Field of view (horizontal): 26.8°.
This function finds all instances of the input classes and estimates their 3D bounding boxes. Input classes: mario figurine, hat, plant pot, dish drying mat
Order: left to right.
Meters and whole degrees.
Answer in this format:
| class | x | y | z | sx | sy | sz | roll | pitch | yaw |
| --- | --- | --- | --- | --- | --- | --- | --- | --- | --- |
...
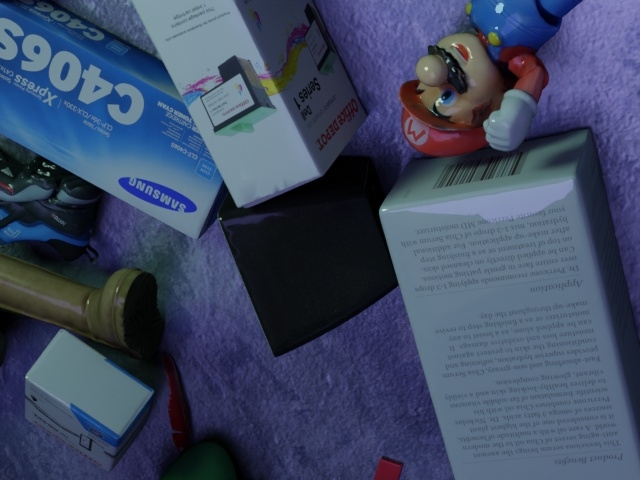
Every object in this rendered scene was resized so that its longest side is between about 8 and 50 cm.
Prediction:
| class | x | y | z | sx | sy | sz | roll | pitch | yaw |
| --- | --- | --- | --- | --- | --- | --- | --- | --- | --- |
| hat | -0.147 | 0.291 | 1.859 | 0.173 | 0.183 | 0.208 | 13 | 159 | 19 |
| plant pot | 0.000 | 0.000 | 1.596 | 0.167 | 0.188 | 0.187 | -17 | 108 | 10 |
| dish drying mat | 0.086 | 0.329 | 1.809 | 0.032 | 0.008 | 0.083 | 18 | 117 | 8 |
| mario figurine | 0.180 | -0.224 | 1.422 | 0.170 | 0.198 | 0.320 | 29 | 116 | -11 |

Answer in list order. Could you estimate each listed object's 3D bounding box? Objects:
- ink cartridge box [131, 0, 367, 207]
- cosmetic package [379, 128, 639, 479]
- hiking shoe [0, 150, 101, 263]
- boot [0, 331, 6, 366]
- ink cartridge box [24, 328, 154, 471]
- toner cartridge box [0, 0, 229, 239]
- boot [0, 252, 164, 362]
| class | x | y | z | sx | sy | sz | roll | pitch | yaw |
| --- | --- | --- | --- | --- | --- | --- | --- | --- | --- |
| ink cartridge box | -0.074 | -0.206 | 1.501 | 0.117 | 0.201 | 0.278 | -19 | 107 | 25 |
| cosmetic package | 0.247 | 0.120 | 1.570 | 0.230 | 0.161 | 0.453 | -8 | 111 | 21 |
| hiking shoe | -0.434 | -0.054 | 1.739 | 0.304 | 0.113 | 0.132 | 15 | 117 | 11 |
| boot | -0.541 | 0.105 | 1.830 | 0.264 | 0.096 | 0.280 | 39 | 154 | -6 |
| ink cartridge box | -0.310 | 0.218 | 1.785 | 0.148 | 0.086 | 0.203 | 33 | 154 | 3 |
| toner cartridge box | -0.262 | -0.158 | 1.658 | 0.348 | 0.075 | 0.165 | 28 | 120 | 4 |
| boot | -0.347 | 0.067 | 1.732 | 0.269 | 0.089 | 0.236 | 20 | 154 | 8 |
